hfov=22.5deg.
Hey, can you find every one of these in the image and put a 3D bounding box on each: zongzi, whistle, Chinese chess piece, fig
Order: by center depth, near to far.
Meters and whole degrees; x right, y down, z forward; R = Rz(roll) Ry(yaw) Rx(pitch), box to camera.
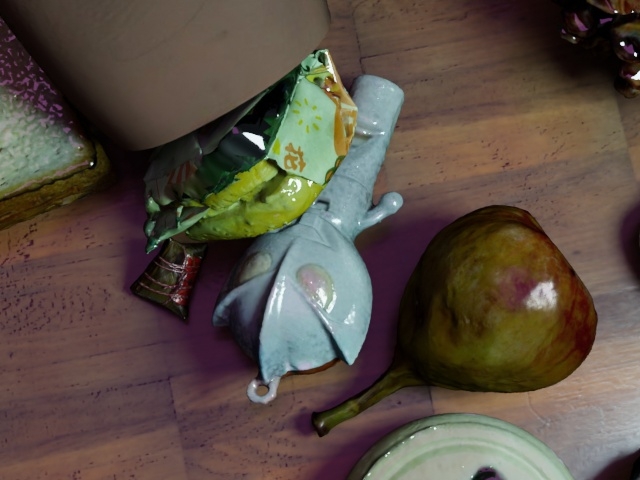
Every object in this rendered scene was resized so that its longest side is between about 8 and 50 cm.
[{"bbox_3d":[0.131,0.287,1.512,0.250,0.101,0.250,0,78,-1],"label":"Chinese chess piece"},{"bbox_3d":[0.114,0.072,1.528,0.290,0.190,0.191,-13,79,16],"label":"fig"},{"bbox_3d":[0.000,0.000,1.558,0.142,0.133,0.346,3,63,40],"label":"whistle"},{"bbox_3d":[-0.145,0.022,1.569,0.067,0.073,0.083,28,78,22],"label":"zongzi"}]

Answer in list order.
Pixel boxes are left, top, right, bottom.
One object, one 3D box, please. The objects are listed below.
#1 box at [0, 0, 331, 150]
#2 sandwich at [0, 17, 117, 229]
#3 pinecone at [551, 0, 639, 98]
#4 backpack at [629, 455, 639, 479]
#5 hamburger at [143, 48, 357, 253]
[{"bbox_3d":[-0.145,-0.234,1.484,0.301,0.301,0.216,-33,112,-7],"label":"box"},{"bbox_3d":[-0.361,-0.133,1.581,0.249,0.095,0.273,-22,80,-6],"label":"sandwich"},{"bbox_3d":[0.362,-0.258,1.532,0.298,0.296,0.242,-36,93,-43],"label":"pinecone"},{"bbox_3d":[0.351,0.268,1.518,0.105,0.120,0.165,-26,80,15],"label":"backpack"},{"bbox_3d":[-0.084,-0.068,1.511,0.125,0.214,0.235,40,51,-23],"label":"hamburger"}]
